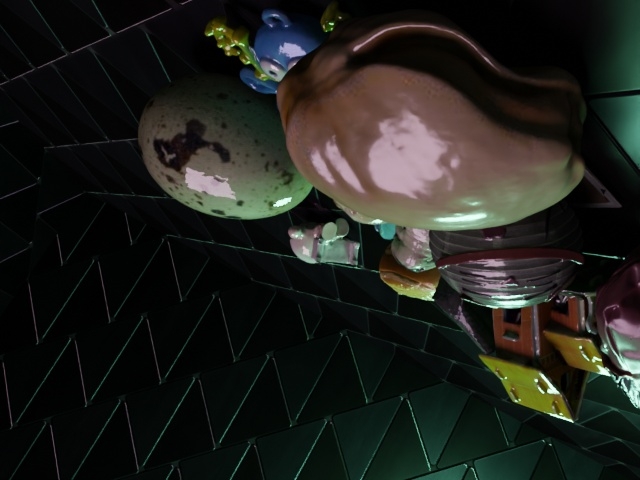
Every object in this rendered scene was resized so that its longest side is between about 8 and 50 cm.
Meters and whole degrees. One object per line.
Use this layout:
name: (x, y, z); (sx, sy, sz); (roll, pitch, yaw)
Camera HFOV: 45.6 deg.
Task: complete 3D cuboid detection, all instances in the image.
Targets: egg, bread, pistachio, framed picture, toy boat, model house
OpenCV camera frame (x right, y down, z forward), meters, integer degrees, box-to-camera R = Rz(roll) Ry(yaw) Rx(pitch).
egg: (-0.188, -0.189, 1.562); (0.379, 0.287, 0.287); (22, 166, -2)
bread: (0.237, 0.068, 1.876); (0.106, 0.140, 0.236); (35, 165, -30)
pistachio: (0.150, -0.163, 1.074); (0.445, 0.281, 0.365); (11, 159, 10)
framed picture: (0.345, -0.120, 1.293); (0.216, 0.016, 0.273); (38, 163, -28)
toy boat: (0.150, -0.076, 1.724); (0.102, 0.088, 0.215); (61, 178, 23)
model house: (0.497, 0.178, 1.494); (0.300, 0.340, 0.324); (10, 111, 52)

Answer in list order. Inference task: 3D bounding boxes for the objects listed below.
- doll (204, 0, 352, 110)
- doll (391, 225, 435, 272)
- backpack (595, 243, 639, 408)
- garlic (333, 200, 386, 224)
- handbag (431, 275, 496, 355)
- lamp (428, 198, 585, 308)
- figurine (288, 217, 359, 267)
doll: (-0.030, -0.277, 1.301); (0.346, 0.099, 0.341); (14, 156, 30)
doll: (0.212, -0.022, 1.601); (0.149, 0.095, 0.192); (20, 119, 11)
backpack: (0.573, 0.122, 1.231); (0.317, 0.283, 0.197); (47, -160, -28)
garlic: (0.090, -0.123, 1.487); (0.228, 0.152, 0.228); (32, 162, 12)
handbag: (0.338, 0.098, 1.614); (0.175, 0.270, 0.088); (44, 136, -19)
lamp: (0.312, 0.007, 1.278); (0.265, 0.233, 0.233); (-4, 149, 29)
figurine: (0.005, 0.010, 2.166); (0.256, 0.182, 0.144); (-171, 67, -69)
